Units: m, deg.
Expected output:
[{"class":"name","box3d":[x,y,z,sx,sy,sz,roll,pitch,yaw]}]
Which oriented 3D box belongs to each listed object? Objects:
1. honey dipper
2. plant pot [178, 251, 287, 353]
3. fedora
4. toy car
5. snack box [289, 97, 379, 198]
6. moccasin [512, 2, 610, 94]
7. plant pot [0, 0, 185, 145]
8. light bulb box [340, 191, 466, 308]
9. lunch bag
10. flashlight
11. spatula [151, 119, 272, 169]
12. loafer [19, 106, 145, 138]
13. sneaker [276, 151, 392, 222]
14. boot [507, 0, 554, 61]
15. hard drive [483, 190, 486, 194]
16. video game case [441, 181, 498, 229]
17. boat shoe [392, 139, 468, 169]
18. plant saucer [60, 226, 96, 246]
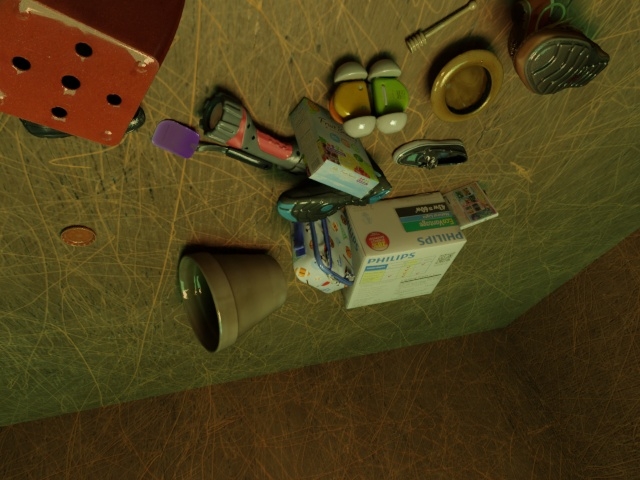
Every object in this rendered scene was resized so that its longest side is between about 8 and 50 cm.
[{"class":"honey dipper","box3d":[0.261,-0.463,0.888,0.161,0.030,0.030,-30,146,12]},{"class":"plant pot","box3d":[-0.276,0.168,1.364,0.281,0.323,0.323,-17,152,-35]},{"class":"fedora","box3d":[0.344,-0.382,1.000,0.195,0.079,0.194,-9,142,-7]},{"class":"toy car","box3d":[0.107,-0.316,0.948,0.182,0.159,0.136,-10,-178,-13]},{"class":"snack box","box3d":[0.030,-0.217,0.975,0.175,0.207,0.070,14,135,-42]},{"class":"moccasin","box3d":[0.516,-0.416,0.901,0.380,0.147,0.139,-23,160,-37]},{"class":"plant pot","box3d":[-0.368,-0.307,0.619,0.267,0.235,0.267,14,135,-41]},{"class":"light bulb box","box3d":[0.254,0.042,1.461,0.359,0.225,0.361,-8,146,-14]},{"class":"lunch bag","box3d":[0.000,0.000,1.201,0.115,0.303,0.243,-21,149,21]},{"class":"flashlight","box3d":[-0.128,-0.241,0.974,0.304,0.103,0.103,14,180,-45]},{"class":"spatula","box3d":[-0.248,-0.219,1.002,0.297,0.030,0.084,9,137,-35]},{"class":"loafer","box3d":[-0.466,-0.247,0.809,0.224,0.076,0.078,-6,154,-12]},{"class":"sneaker","box3d":[0.025,-0.144,1.096,0.341,0.139,0.125,-16,166,-32]},{"class":"boot","box3d":[0.484,-0.480,0.944,0.085,0.059,0.157,-23,147,-1]},{"class":"hard drive","box3d":[0.553,-0.128,1.539,0.135,0.022,0.094,-23,147,9]},{"class":"video game case","box3d":[0.499,-0.118,1.401,0.143,0.157,0.019,-21,142,5]},{"class":"boat shoe","box3d":[0.327,-0.242,1.206,0.229,0.076,0.080,-7,146,-17]},{"class":"plant saucer","box3d":[-0.662,-0.012,1.128,0.084,0.013,0.083,-12,148,-8]}]
